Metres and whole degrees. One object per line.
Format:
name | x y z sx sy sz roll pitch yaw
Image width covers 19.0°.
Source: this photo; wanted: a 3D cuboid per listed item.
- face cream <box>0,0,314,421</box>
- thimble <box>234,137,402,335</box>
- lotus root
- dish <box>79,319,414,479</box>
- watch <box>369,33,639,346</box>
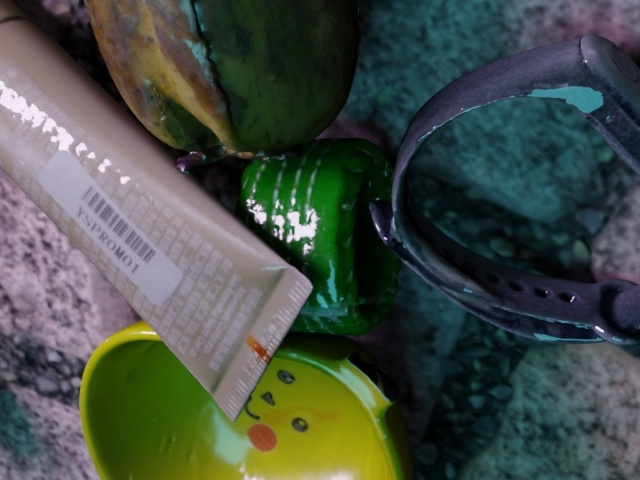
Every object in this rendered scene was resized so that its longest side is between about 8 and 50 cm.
face cream | -0.146 -0.040 1.263 0.341 0.084 0.137 45 131 17
thimble | 0.000 0.000 1.259 0.090 0.130 0.118 2 147 22
lotus root | -0.069 -0.183 1.161 0.152 0.160 0.275 19 128 43
dish | -0.033 0.127 1.359 0.262 0.108 0.221 -1 122 29
watch | 0.149 -0.021 1.197 0.206 0.068 0.193 43 120 -17
